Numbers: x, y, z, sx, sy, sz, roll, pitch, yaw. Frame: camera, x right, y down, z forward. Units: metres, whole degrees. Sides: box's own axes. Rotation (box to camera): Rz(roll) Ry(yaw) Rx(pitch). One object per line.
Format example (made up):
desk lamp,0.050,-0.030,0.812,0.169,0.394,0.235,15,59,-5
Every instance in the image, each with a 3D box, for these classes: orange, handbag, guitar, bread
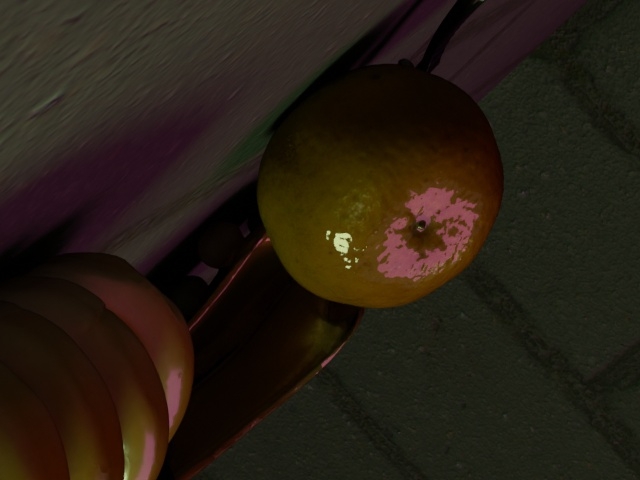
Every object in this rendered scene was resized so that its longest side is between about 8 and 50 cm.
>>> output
orange,0.034,-0.037,1.020,0.159,0.159,0.136,-42,-143,-3
handbag,-0.132,0.117,1.326,0.401,0.133,0.283,-42,-178,13
guitar,0.092,-0.152,1.007,0.084,0.038,0.271,-39,175,-35
bread,-0.150,0.104,0.677,0.173,0.121,0.311,-51,174,25

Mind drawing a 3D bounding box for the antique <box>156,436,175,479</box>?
antique,-0.133,0.288,1.104,0.185,0.322,0.255,-15,-144,-3
